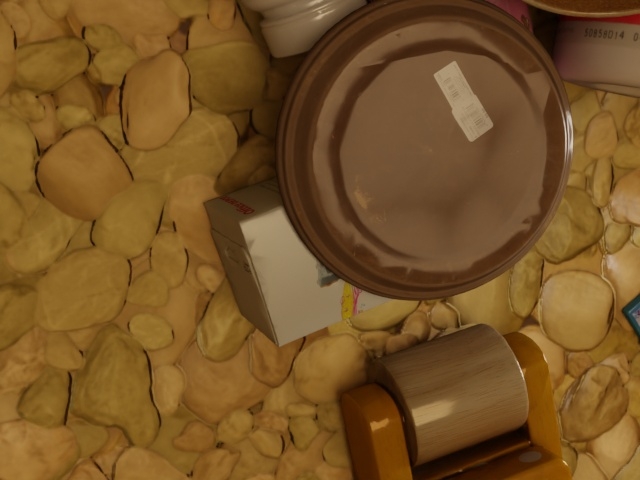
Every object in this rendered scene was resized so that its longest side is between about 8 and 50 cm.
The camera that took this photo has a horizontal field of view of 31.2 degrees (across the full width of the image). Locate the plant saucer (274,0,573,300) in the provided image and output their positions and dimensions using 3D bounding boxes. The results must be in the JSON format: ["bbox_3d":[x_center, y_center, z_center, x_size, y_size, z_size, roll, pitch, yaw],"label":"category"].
[{"bbox_3d":[0.099,-0.078,1.003,0.278,0.041,0.277,-3,102,-13],"label":"plant saucer"}]

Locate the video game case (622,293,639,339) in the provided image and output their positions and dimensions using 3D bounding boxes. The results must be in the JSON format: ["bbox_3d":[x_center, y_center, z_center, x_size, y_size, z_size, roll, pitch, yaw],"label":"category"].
[{"bbox_3d":[0.433,0.106,1.331,0.119,0.015,0.166,-40,111,-9],"label":"video game case"}]

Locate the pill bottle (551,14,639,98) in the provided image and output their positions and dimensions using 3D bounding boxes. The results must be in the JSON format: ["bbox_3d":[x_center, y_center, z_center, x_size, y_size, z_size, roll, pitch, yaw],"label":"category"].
[{"bbox_3d":[0.371,-0.340,1.111,0.229,0.229,0.407,7,97,-22],"label":"pill bottle"}]

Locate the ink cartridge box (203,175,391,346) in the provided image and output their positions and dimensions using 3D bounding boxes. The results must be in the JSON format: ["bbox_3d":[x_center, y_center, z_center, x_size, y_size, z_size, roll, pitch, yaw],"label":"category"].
[{"bbox_3d":[0.000,0.000,1.087,0.176,0.128,0.127,-21,106,-15],"label":"ink cartridge box"}]

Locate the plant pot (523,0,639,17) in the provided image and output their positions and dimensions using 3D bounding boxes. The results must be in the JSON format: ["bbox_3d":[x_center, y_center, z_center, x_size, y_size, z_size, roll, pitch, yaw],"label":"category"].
[{"bbox_3d":[0.240,-0.359,0.944,0.237,0.237,0.254,11,61,-22],"label":"plant pot"}]

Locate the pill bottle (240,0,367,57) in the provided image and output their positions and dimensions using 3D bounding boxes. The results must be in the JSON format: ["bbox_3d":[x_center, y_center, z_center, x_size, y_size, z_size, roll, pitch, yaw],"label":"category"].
[{"bbox_3d":[-0.035,-0.278,1.028,0.119,0.119,0.208,-27,108,-14],"label":"pill bottle"}]

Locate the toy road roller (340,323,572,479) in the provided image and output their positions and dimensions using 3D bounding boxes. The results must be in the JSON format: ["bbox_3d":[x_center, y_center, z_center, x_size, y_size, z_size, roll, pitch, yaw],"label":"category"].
[{"bbox_3d":[0.173,0.269,1.140,0.203,0.240,0.329,-17,105,-17],"label":"toy road roller"}]

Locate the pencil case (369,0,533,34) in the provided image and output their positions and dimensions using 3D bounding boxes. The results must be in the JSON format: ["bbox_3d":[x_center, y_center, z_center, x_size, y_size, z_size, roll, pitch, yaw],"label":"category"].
[{"bbox_3d":[0.125,-0.244,1.076,0.167,0.160,0.386,-13,105,0],"label":"pencil case"}]
